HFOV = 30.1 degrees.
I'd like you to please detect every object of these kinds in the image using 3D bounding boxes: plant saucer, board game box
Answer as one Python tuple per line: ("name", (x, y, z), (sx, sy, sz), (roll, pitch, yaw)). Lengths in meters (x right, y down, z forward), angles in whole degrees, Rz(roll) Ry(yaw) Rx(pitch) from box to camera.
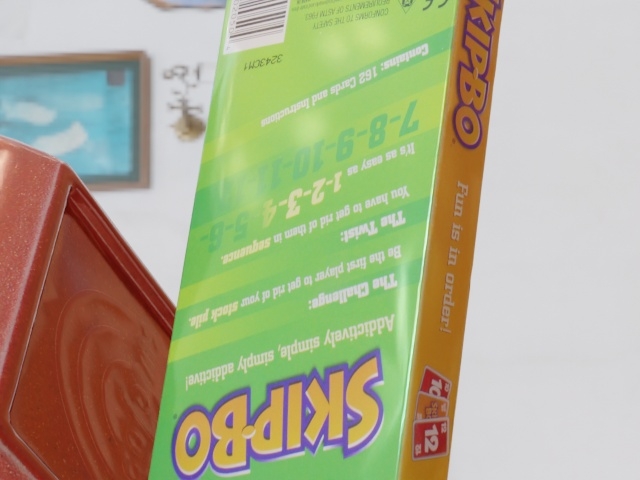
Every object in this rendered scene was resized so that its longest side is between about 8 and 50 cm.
("plant saucer", (-0.104, 0.094, 0.598), (0.259, 0.048, 0.258), (57, -163, -31))
("board game box", (0.000, 0.000, 0.439), (0.039, 0.124, 0.259), (22, -107, -44))
